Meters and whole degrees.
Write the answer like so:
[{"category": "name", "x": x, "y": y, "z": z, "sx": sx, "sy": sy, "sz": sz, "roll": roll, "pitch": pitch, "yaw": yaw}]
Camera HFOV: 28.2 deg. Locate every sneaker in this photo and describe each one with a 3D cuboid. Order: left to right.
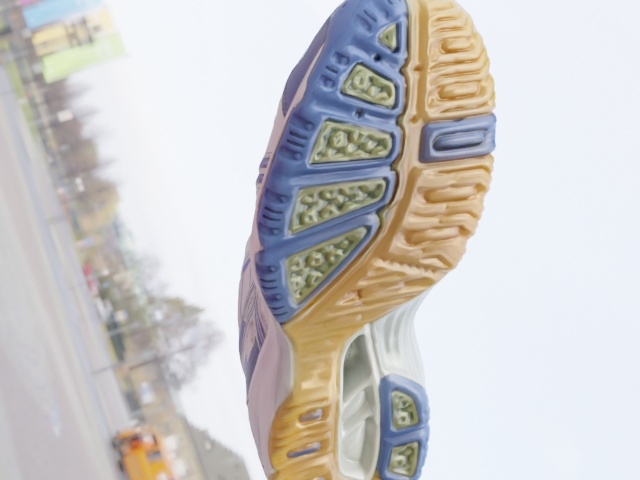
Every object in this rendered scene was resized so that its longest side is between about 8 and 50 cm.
[{"category": "sneaker", "x": 0.000, "y": 0.000, "z": 0.633, "sx": 0.131, "sy": 0.112, "sz": 0.296, "roll": -121, "pitch": -146, "yaw": -51}]
